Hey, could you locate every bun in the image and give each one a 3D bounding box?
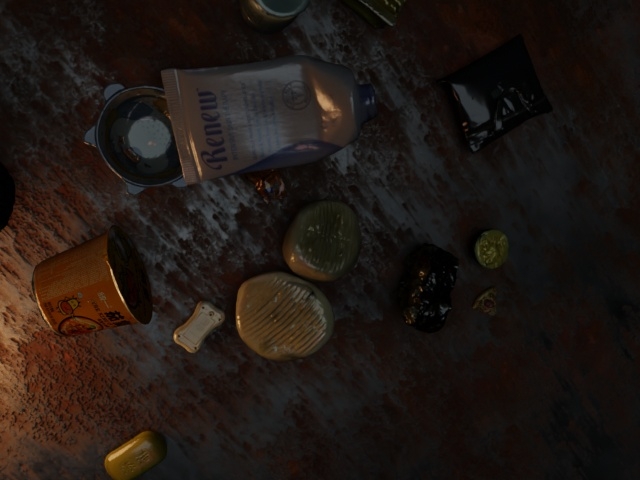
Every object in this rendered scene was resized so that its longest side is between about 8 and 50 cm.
[{"bbox_3d":[0.000,0.000,1.271,0.179,0.128,0.193,16,74,-18],"label":"bun"},{"bbox_3d":[-0.086,0.175,1.276,0.237,0.116,0.209,35,96,5],"label":"bun"}]

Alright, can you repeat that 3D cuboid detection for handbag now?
[{"bbox_3d":[0.436,-0.359,1.353,0.254,0.089,0.211,-30,99,-8],"label":"handbag"}]

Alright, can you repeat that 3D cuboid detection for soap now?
[{"bbox_3d":[0.096,-0.597,1.233,0.233,0.076,0.135,31,89,-18],"label":"soap"},{"bbox_3d":[-0.428,0.504,1.271,0.140,0.045,0.088,-32,108,-8],"label":"soap"}]

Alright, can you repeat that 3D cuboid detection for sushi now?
[{"bbox_3d":[0.256,0.118,1.358,0.115,0.147,0.212,20,75,-11],"label":"sushi"}]

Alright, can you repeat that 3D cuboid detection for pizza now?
[{"bbox_3d":[0.456,0.170,1.468,0.083,0.025,0.078,-45,104,-6],"label":"pizza"}]

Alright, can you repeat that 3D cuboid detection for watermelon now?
[{"bbox_3d":[0.434,0.021,1.421,0.106,0.062,0.105,-1,92,-19],"label":"watermelon"}]

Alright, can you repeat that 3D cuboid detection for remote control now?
[{"bbox_3d":[-0.281,0.199,1.272,0.074,0.032,0.122,42,86,-16],"label":"remote control"}]

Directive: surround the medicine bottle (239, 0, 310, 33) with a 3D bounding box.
[{"bbox_3d":[-0.100,-0.511,1.144,0.135,0.168,0.135,-2,98,-14],"label":"medicine bottle"}]

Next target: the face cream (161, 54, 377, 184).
[{"bbox_3d":[-0.092,-0.258,1.122,0.421,0.137,0.234,-9,112,-2],"label":"face cream"}]

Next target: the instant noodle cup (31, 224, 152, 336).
[{"bbox_3d":[-0.465,0.095,1.125,0.172,0.216,0.215,-18,103,-2],"label":"instant noodle cup"}]

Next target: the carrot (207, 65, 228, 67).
[{"bbox_3d":[-0.114,-0.291,1.207,0.302,0.114,0.114,18,93,-20],"label":"carrot"}]

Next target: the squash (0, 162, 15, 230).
[{"bbox_3d":[-0.700,-0.082,1.045,0.218,0.172,0.218,-2,104,-10],"label":"squash"}]

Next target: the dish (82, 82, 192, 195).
[{"bbox_3d":[-0.373,-0.215,1.158,0.228,0.086,0.236,-15,102,-11],"label":"dish"}]

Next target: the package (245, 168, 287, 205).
[{"bbox_3d":[-0.125,-0.137,1.263,0.077,0.033,0.110,-27,99,0],"label":"package"}]
